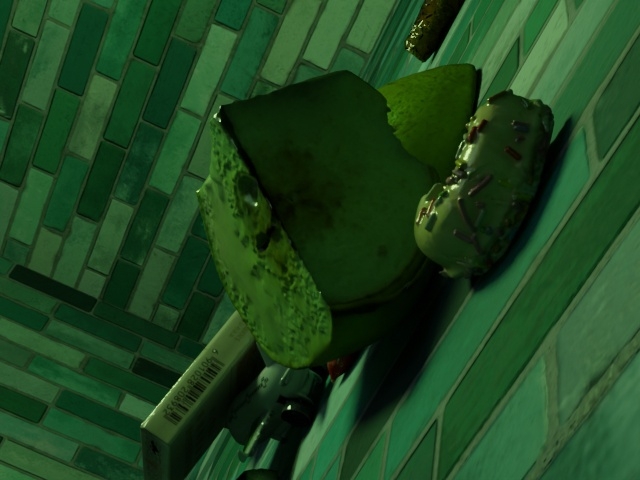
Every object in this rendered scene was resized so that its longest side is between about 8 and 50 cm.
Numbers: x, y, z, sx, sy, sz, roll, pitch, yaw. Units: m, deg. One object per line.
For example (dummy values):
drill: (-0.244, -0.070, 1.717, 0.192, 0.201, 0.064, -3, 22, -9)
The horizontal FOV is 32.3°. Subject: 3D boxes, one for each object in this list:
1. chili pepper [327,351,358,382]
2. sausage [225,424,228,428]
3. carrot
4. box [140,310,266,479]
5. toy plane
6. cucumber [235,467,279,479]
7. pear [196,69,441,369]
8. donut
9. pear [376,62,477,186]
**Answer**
chili pepper: (0.037, 0.085, 1.264, 0.059, 0.050, 0.191, -107, 31, -58)
sausage: (-0.134, 0.241, 1.810, 0.254, 0.148, 0.148, 166, 128, -85)
carrot: (0.200, -0.396, 1.780, 0.069, 0.069, 0.228, -73, 8, -57)
box: (-0.115, 0.168, 1.516, 0.365, 0.051, 0.204, -52, -14, -30)
toy plane: (-0.060, 0.206, 1.438, 0.255, 0.101, 0.251, 114, 177, -48)
cucumber: (-0.115, 0.372, 1.384, 0.193, 0.086, 0.115, -57, 6, 22)
pear: (0.000, 0.000, 1.138, 0.176, 0.286, 0.282, -20, -24, -23)
donut: (0.119, -0.031, 0.866, 0.166, 0.065, 0.108, 120, 172, -50)
pear: (0.092, -0.129, 1.333, 0.239, 0.139, 0.288, -58, 4, -16)
